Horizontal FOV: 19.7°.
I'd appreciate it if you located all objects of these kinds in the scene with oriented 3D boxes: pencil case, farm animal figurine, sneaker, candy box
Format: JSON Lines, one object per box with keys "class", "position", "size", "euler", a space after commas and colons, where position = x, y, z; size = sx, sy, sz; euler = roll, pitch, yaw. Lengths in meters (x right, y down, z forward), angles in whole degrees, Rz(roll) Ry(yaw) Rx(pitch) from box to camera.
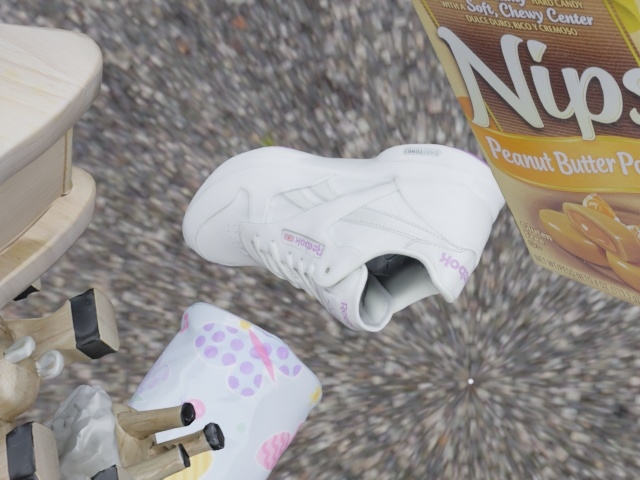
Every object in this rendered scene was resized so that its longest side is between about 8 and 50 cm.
{"class": "pencil case", "position": [-0.110, 0.174, 1.215], "size": [0.113, 0.124, 0.273], "euler": [35, 73, -3]}
{"class": "farm animal figurine", "position": [-0.185, 0.127, 0.790], "size": [0.172, 0.327, 0.330], "euler": [-22, 129, 17]}
{"class": "sneaker", "position": [0.000, 0.000, 1.530], "size": [0.305, 0.114, 0.152], "euler": [-5, 54, 35]}
{"class": "candy box", "position": [0.160, -0.085, 0.988], "size": [0.183, 0.316, 0.087], "euler": [23, 65, 41]}

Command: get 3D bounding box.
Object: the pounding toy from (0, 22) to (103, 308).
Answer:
{"class": "pounding toy", "position": [-0.206, -0.033, 0.592], "size": [0.269, 0.155, 0.154], "euler": [14, 53, 2]}
